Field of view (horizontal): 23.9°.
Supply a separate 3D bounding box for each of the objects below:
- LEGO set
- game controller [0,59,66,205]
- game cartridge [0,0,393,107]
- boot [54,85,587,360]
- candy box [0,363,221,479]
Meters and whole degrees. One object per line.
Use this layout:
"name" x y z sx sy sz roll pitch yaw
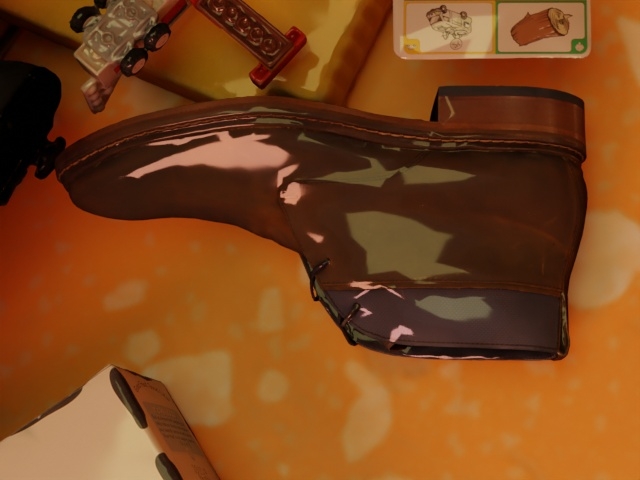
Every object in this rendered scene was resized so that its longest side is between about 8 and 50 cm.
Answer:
"LEGO set" -0.016 -0.151 0.629 0.244 0.060 0.182 -1 77 3
"game controller" -0.196 0.066 0.602 0.067 0.166 0.319 32 87 -18
"game cartridge" -0.058 -0.238 0.694 0.285 0.053 0.323 24 87 16
"boot" 0.000 0.000 0.610 0.219 0.082 0.106 -4 78 7
"candy box" -0.091 0.176 0.602 0.165 0.070 0.196 -34 74 4
